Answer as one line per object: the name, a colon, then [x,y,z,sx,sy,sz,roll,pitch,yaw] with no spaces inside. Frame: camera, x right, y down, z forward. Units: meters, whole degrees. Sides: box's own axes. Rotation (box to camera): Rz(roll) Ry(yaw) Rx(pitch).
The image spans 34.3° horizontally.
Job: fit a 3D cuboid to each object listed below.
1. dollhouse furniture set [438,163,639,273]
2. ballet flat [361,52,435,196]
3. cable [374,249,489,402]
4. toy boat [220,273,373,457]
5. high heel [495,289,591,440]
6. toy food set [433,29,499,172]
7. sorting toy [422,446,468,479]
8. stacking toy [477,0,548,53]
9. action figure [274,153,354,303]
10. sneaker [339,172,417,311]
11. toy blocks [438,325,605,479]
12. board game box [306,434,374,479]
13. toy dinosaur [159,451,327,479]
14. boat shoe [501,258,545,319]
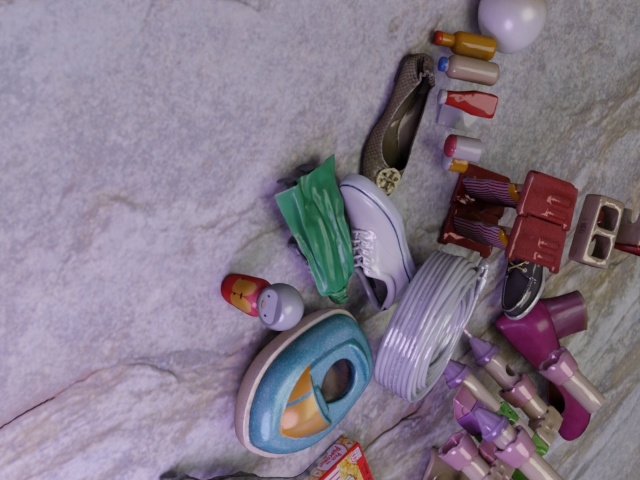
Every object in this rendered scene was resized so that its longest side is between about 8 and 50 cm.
dollhouse furniture set: [0.427,-0.011,1.833,0.374,0.201,0.152,16,89,-28]
ballet flat: [0.132,-0.183,1.672,0.084,0.058,0.250,24,85,-43]
cable: [0.176,0.140,1.715,0.257,0.089,0.257,-15,128,-67]
toy boat: [-0.038,0.179,1.550,0.267,0.148,0.318,-45,128,-25]
high heel: [0.437,0.268,2.077,0.181,0.127,0.377,-15,119,-9]
toy food set: [0.223,-0.226,1.722,0.104,0.111,0.232,9,107,-13]
sorting toy: [0.231,0.508,1.971,0.193,0.038,0.208,27,78,-44]
stacking toy: [0.362,-0.529,1.670,0.350,0.350,0.480,-9,123,-41]
action figure: [0.000,0.000,1.596,0.137,0.063,0.232,-34,119,-34]
sneaker: [0.085,0.011,1.656,0.091,0.094,0.258,-49,130,-28]
toy blocks: [0.285,0.318,1.854,0.260,0.309,0.288,45,46,-3]
board game box: [0.007,0.444,1.735,0.193,0.045,0.147,-39,125,-28]
toy dinosaur: [-0.117,0.387,1.574,0.268,0.064,0.118,-2,127,-30]
boat shoe: [0.387,0.037,1.959,0.068,0.081,0.228,39,67,-39]
